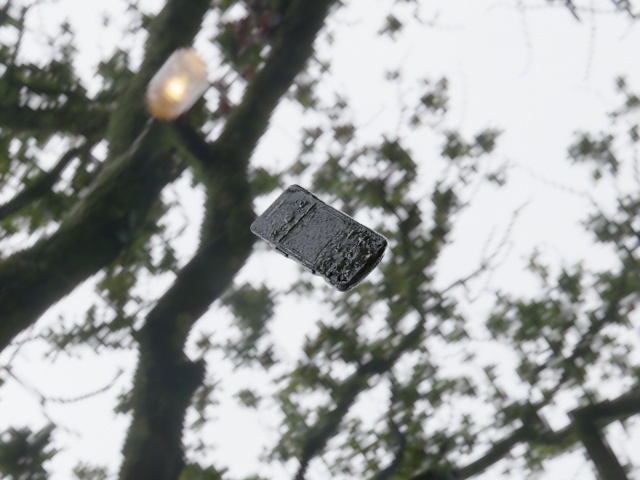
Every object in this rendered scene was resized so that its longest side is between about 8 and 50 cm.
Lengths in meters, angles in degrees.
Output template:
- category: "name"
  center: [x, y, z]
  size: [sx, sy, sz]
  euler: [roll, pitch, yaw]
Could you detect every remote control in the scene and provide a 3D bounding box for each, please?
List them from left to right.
- category: "remote control"
  center: [0.000, 0.000, 0.905]
  size: [0.039, 0.096, 0.014]
  euler: [-45, -52, -10]
